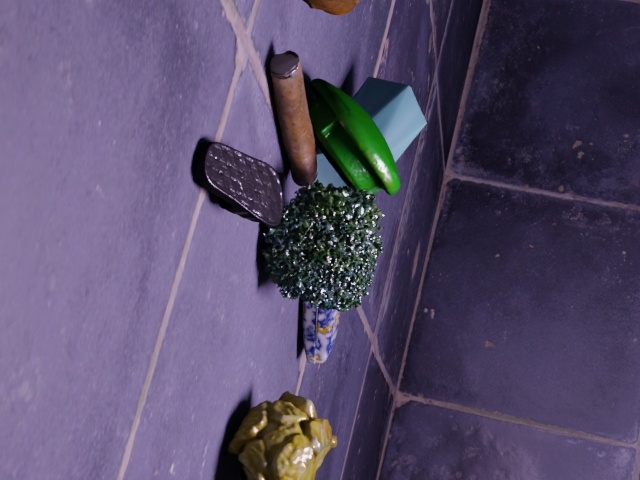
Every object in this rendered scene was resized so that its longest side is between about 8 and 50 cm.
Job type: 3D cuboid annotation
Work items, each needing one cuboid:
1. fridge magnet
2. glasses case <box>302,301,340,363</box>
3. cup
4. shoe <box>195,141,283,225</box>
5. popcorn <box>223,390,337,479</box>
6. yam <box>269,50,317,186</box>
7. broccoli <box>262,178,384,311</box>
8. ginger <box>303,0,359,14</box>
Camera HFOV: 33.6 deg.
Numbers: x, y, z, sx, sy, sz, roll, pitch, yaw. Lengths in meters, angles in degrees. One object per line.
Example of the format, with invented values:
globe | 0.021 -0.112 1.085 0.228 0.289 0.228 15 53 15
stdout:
fridge magnet | 0.043 -0.148 1.560 0.088 0.208 0.208 -36 166 2
glasses case | 0.004 0.099 1.828 0.087 0.065 0.248 -58 155 -56
cup | 0.077 -0.158 1.775 0.235 0.148 0.134 -58 153 -49
shoe | -0.103 -0.068 1.234 0.179 0.049 0.071 30 65 -58
popcorn | -0.056 0.332 1.547 0.168 0.174 0.195 -85 -175 -63
yam | -0.034 -0.160 1.458 0.264 0.046 0.046 81 23 -59
broccoli | 0.000 0.000 1.553 0.194 0.194 0.219 -58 133 -59
ginger | 0.006 -0.372 1.333 0.309 0.107 0.133 65 14 -69
